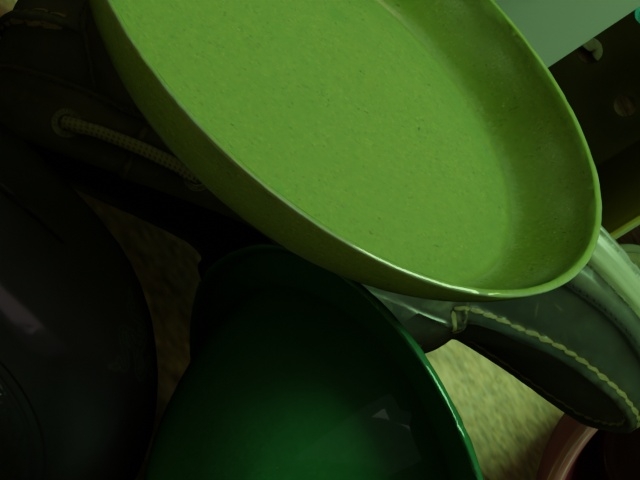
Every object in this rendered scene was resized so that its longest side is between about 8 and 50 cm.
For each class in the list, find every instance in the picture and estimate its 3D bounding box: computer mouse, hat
[{"bbox_3d":[-0.146,-0.007,0.663,0.272,0.072,0.188,47,28,-19],"label":"computer mouse"},{"bbox_3d":[-0.056,0.112,0.659,0.183,0.208,0.173,-24,104,-32],"label":"hat"}]

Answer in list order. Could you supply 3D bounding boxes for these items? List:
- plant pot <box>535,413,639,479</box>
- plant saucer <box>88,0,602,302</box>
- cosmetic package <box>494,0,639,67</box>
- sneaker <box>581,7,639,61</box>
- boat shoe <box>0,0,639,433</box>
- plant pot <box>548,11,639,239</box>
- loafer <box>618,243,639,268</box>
[{"bbox_3d":[0.213,0.135,0.989,0.201,0.201,0.180,54,12,-5],"label":"plant pot"},{"bbox_3d":[0.004,-0.064,0.706,0.241,0.037,0.241,27,36,-22],"label":"plant saucer"},{"bbox_3d":[0.074,-0.230,0.923,0.097,0.377,0.284,18,47,-50],"label":"cosmetic package"},{"bbox_3d":[0.231,-0.216,1.455,0.275,0.110,0.107,34,35,-39],"label":"sneaker"},{"bbox_3d":[0.000,0.000,0.828,0.355,0.132,0.130,34,75,-14],"label":"boat shoe"},{"bbox_3d":[0.163,-0.117,1.158,0.212,0.212,0.187,58,15,2],"label":"plant pot"},{"bbox_3d":[0.217,0.048,1.212,0.148,0.056,0.050,29,32,-42],"label":"loafer"}]
